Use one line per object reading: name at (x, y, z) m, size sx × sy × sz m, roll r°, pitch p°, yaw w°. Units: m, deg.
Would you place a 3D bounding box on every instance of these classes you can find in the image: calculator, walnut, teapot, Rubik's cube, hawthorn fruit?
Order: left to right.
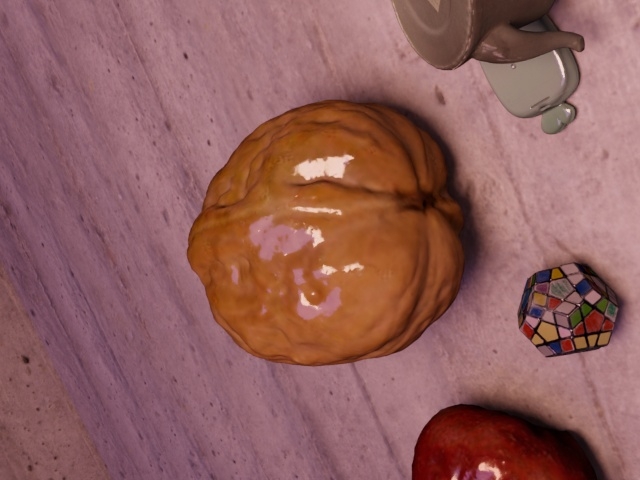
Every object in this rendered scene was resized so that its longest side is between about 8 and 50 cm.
walnut at (-0.003, 0.001, 0.939) m, size 0.344 × 0.306 × 0.306 m, roll -25°, pitch 95°, yaw 49°
teapot at (0.153, -0.264, 0.724) m, size 0.162 × 0.149 × 0.239 m, roll 108°, pitch 140°, yaw -72°
hawthorn fruit at (0.215, 0.343, 0.974) m, size 0.230 × 0.210 × 0.266 m, roll 14°, pitch 89°, yaw 24°
calculator at (0.210, -0.179, 0.808) m, size 0.095 × 0.021 × 0.153 m, roll -28°, pitch 89°, yaw 51°
Rubik's cube at (0.267, 0.076, 0.857) m, size 0.111 × 0.111 × 0.093 m, roll 48°, pitch 116°, yaw 13°
